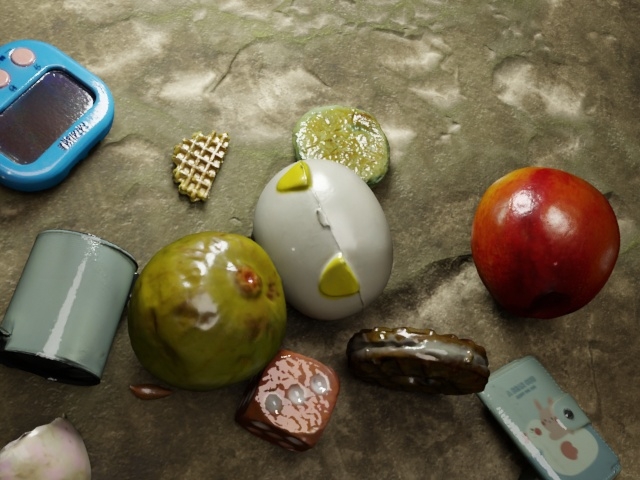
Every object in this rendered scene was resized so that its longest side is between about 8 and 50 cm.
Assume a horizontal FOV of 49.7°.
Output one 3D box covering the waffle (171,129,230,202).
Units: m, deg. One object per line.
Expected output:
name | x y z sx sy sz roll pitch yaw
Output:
waffle | -0.289 -0.185 1.720 0.161 0.046 0.192 -9 72 -21

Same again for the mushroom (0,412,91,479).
mushroom | -0.539 0.463 1.304 0.236 0.162 0.173 -36 82 -25

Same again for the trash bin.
trash bin | -0.517 0.139 1.412 0.277 0.217 0.262 35 56 -41

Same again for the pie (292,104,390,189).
pie | 0.057 -0.245 1.849 0.277 0.078 0.277 5 66 -11

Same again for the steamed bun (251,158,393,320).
steamed bun | 0.006 -0.003 1.585 0.334 0.334 0.374 -20 74 -24

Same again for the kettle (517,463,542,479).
kettle | 0.553 0.606 1.648 0.148 0.098 0.127 39 67 4

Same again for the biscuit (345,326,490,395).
biscuit | 0.215 0.274 1.546 0.332 0.332 0.103 13 70 -13

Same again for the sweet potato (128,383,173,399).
sweet potato | -0.366 0.327 1.490 0.095 0.034 0.034 10 66 -14

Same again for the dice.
dice | -0.072 0.345 1.503 0.179 0.175 0.174 26 63 -3

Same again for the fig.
fig | -0.240 0.158 1.435 0.343 0.343 0.343 7 67 -16

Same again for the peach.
peach | 0.557 0.015 1.748 0.388 0.388 0.388 7 67 -16

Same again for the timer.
timer | -0.671 -0.287 1.595 0.309 0.115 0.340 35 62 -1

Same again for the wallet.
wallet | 0.553 0.453 1.682 0.252 0.083 0.360 -15 59 -39
